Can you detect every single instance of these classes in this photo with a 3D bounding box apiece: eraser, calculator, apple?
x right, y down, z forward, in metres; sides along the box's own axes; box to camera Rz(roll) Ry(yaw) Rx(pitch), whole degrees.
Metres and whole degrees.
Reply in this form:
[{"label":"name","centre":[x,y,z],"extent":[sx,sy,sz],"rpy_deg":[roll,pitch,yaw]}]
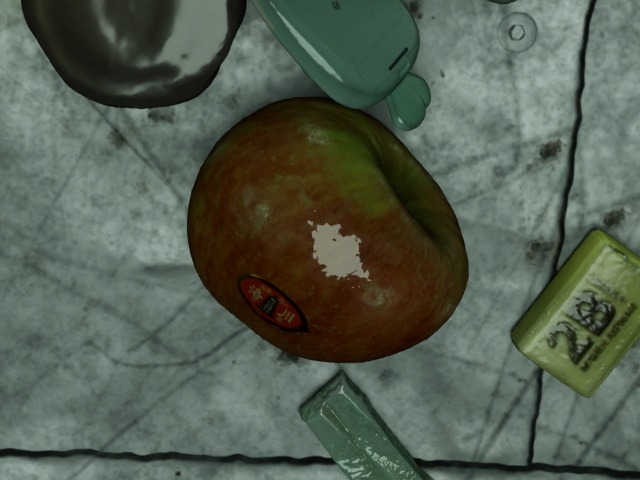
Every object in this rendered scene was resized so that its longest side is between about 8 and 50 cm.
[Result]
[{"label":"eraser","centre":[0.322,0.087,1.749],"extent":[0.117,0.058,0.172],"rpy_deg":[35,101,-11]},{"label":"calculator","centre":[0.021,-0.244,1.599],"extent":[0.295,0.184,0.042],"rpy_deg":[47,135,-10]},{"label":"apple","centre":[0.000,0.000,1.613],"extent":[0.250,0.277,0.309],"rpy_deg":[-38,78,22]}]

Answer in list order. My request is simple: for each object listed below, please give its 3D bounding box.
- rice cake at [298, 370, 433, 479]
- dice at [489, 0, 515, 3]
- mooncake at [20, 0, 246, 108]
[{"label":"rice cake","centre":[0.064,0.267,1.797],"extent":[0.085,0.040,0.226],"rpy_deg":[-35,104,8]},{"label":"dice","centre":[0.113,-0.450,1.461],"extent":[0.348,0.330,0.328],"rpy_deg":[25,102,-9]},{"label":"mooncake","centre":[-0.199,-0.262,1.601],"extent":[0.245,0.133,0.245],"rpy_deg":[0,105,-1]}]
